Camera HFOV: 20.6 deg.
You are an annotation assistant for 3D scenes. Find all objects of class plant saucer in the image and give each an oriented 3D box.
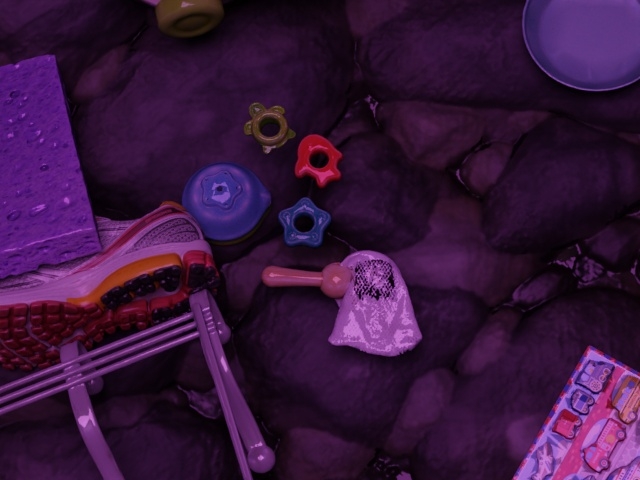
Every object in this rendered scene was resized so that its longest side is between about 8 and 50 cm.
[{"bbox_3d":[0.224,-0.173,1.437,0.119,0.021,0.119,-1,73,4],"label":"plant saucer"}]

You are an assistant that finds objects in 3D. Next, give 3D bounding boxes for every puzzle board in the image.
[{"bbox_3d":[0.216,0.156,1.336,0.096,0.011,0.128,29,77,13],"label":"puzzle board"}]

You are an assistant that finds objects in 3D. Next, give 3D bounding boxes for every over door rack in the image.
[{"bbox_3d":[-0.147,0.206,1.261,0.240,0.108,0.324,-22,45,3],"label":"over door rack"}]

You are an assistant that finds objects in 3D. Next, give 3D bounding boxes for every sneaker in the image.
[{"bbox_3d":[-0.193,0.034,1.383,0.225,0.088,0.092,-15,51,0],"label":"sneaker"}]

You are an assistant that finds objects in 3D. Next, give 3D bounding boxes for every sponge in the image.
[{"bbox_3d":[-0.248,-0.058,1.395,0.117,0.031,0.210,-17,48,-2],"label":"sponge"}]

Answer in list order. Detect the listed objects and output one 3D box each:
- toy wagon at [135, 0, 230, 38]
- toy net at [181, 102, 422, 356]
[{"bbox_3d":[-0.116,-0.300,1.459,0.344,0.068,0.267,-21,70,18],"label":"toy wagon"},{"bbox_3d":[0.000,0.000,1.390,0.232,0.045,0.122,42,78,14],"label":"toy net"}]
